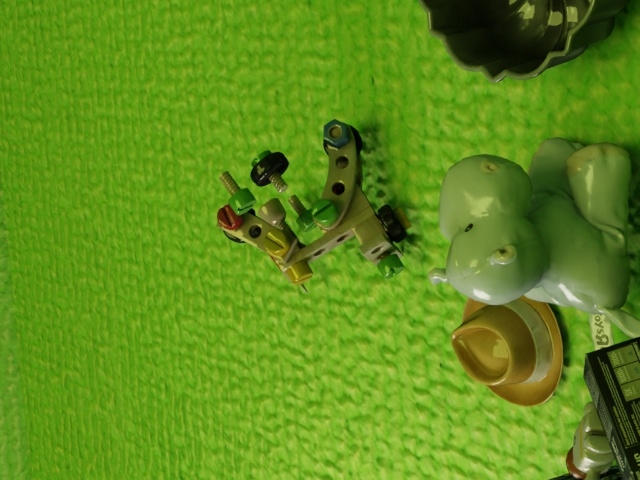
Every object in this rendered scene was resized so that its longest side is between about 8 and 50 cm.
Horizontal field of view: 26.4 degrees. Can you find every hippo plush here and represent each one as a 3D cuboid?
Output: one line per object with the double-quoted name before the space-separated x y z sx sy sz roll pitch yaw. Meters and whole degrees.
"hippo plush" 0.235 0.013 1.641 0.234 0.236 0.294 -29 64 60

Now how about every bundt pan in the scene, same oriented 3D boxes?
"bundt pan" 0.258 -0.360 1.646 0.331 0.124 0.331 20 115 50

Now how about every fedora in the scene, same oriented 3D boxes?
"fedora" 0.238 0.141 1.839 0.194 0.079 0.194 18 113 51

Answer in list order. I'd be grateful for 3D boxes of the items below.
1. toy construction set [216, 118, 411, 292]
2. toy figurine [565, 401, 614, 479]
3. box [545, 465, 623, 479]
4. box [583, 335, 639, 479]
"toy construction set" 0.000 0.000 2.040 0.237 0.257 0.309 53 159 14
"toy figurine" 0.392 0.240 1.519 0.213 0.209 0.148 44 162 20
"box" 0.313 0.322 1.678 0.220 0.175 0.051 -27 78 61
"box" 0.371 0.187 1.410 0.077 0.147 0.180 70 -178 -65
